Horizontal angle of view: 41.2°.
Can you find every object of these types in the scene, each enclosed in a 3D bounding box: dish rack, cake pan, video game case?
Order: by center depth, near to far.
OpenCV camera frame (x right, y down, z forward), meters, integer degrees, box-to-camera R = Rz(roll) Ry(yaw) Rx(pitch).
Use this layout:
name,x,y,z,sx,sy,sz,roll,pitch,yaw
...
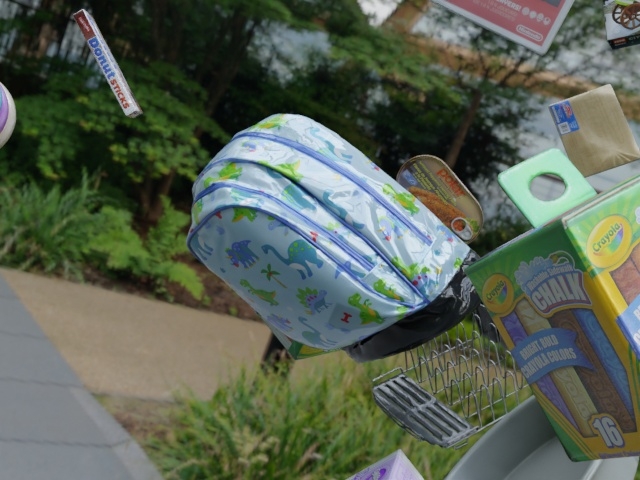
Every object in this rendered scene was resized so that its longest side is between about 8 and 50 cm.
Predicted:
name,x,y,z,sx,sy,sz,roll,pitch,yaw
cake pan,0.203,0.255,0.856,0.054,0.293,0.293,44,7,-1
video game case,0.260,-0.407,1.071,0.204,0.285,0.025,29,17,11
dish rack,0.214,0.188,1.232,0.271,0.074,0.208,-22,27,-23

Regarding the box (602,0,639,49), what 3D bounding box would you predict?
name,x,y,z,sx,sy,sz,roll,pitch,yaw
box,0.483,-0.352,1.096,0.233,0.159,0.044,-8,-9,27

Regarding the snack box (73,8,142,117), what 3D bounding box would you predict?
name,x,y,z,sx,sy,sz,roll,pitch,yaw
snack box,-0.342,-0.283,1.375,0.178,0.022,0.064,63,1,-5

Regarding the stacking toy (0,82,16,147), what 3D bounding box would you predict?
name,x,y,z,sx,sy,sz,roll,pitch,yaw
stacking toy,-0.513,-0.219,1.164,0.141,0.141,0.330,19,-13,-7

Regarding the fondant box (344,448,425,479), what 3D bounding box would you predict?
name,x,y,z,sx,sy,sz,roll,pitch,yaw
fondant box,-0.016,0.439,1.124,0.096,0.330,0.238,54,21,-5

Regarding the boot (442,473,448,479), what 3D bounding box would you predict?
name,x,y,z,sx,sy,sz,roll,pitch,yaw
boot,0.263,0.521,1.497,0.136,0.198,0.077,13,-5,-7

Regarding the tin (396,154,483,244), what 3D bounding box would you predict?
name,x,y,z,sx,sy,sz,roll,pitch,yaw
tin,0.221,-0.074,1.569,0.190,0.106,0.040,50,21,-2

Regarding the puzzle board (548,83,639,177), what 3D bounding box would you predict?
name,x,y,z,sx,sy,sz,roll,pitch,yaw
puzzle board,0.405,-0.161,1.260,0.096,0.128,0.011,-19,-21,9

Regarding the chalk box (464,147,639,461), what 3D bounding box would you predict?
name,x,y,z,sx,sy,sz,roll,pitch,yaw
chalk box,0.207,0.030,0.608,0.132,0.213,0.132,-26,-5,-25

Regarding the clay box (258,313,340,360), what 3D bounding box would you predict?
name,x,y,z,sx,sy,sz,roll,pitch,yaw
clay box,0.012,0.125,1.430,0.222,0.053,0.127,-4,41,-45

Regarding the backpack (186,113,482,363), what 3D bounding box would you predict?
name,x,y,z,sx,sy,sz,roll,pitch,yaw
backpack,0.000,0.000,1.119,0.356,0.273,0.290,55,-32,-4
